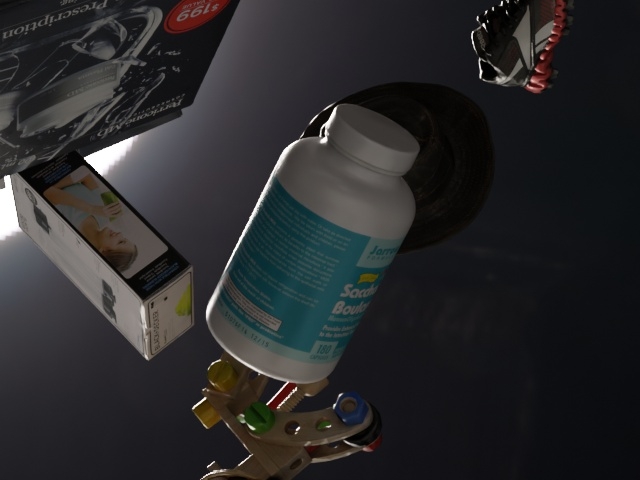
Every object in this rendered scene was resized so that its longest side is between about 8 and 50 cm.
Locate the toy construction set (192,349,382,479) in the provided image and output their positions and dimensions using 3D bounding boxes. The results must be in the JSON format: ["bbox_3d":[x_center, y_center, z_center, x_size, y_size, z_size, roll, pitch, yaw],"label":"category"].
[{"bbox_3d":[-0.081,0.245,2.194,0.257,0.237,0.309,42,-8,8],"label":"toy construction set"}]

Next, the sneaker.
[{"bbox_3d":[0.300,-0.323,2.550,0.135,0.097,0.276,-1,-35,-6],"label":"sneaker"}]

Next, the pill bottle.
[{"bbox_3d":[0.000,0.000,1.686,0.146,0.264,0.146,23,23,-10],"label":"pill bottle"}]

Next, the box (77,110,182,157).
[{"bbox_3d":[-0.330,-0.262,2.421,0.165,0.270,0.143,-25,-50,-12],"label":"box"}]

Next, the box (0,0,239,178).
[{"bbox_3d":[-0.252,-0.200,1.407,0.343,0.179,0.312,-24,-15,-26],"label":"box"}]

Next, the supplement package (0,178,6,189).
[{"bbox_3d":[-0.610,-0.186,2.603,0.204,0.145,0.262,-15,-35,-11],"label":"supplement package"}]

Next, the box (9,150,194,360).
[{"bbox_3d":[-0.295,0.007,2.305,0.290,0.087,0.169,43,-25,22],"label":"box"}]

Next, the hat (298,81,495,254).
[{"bbox_3d":[0.089,-0.132,2.546,0.331,0.331,0.134,-1,-24,21],"label":"hat"}]

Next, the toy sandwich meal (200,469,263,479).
[{"bbox_3d":[-0.088,0.268,1.764,0.086,0.029,0.085,5,-40,4],"label":"toy sandwich meal"}]
